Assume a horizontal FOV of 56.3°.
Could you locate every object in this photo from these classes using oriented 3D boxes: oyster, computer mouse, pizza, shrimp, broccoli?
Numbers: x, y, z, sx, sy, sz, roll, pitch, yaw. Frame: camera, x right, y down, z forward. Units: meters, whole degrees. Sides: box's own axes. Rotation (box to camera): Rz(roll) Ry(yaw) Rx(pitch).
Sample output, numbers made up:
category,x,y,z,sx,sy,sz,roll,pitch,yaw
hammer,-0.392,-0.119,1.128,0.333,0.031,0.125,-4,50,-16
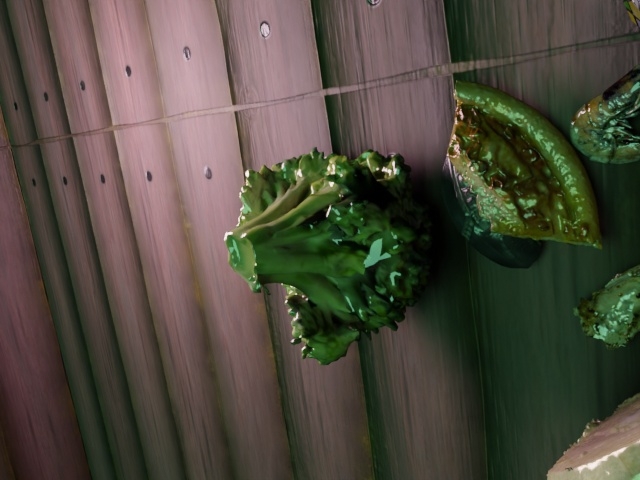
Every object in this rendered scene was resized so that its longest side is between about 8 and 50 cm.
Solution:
category,x,y,z,sx,sy,sz,roll,pitch,yaw
oyster,0.375,0.080,0.730,0.132,0.029,0.086,-38,83,42
computer mouse,0.226,-0.043,0.812,0.106,0.062,0.192,-38,78,45
pizza,0.244,-0.092,0.743,0.056,0.134,0.271,58,-173,-77
shrimp,0.357,-0.147,0.671,0.091,0.034,0.161,47,140,7
broccoli,-0.004,-0.011,0.894,0.348,0.281,0.293,49,133,21

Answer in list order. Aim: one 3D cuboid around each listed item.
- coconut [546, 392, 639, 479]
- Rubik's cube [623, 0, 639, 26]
category,x,y,z,sx,sy,sz,roll,pitch,yaw
coconut,0.402,0.272,0.588,0.254,0.297,0.297,55,135,16
Rubik's cube,0.353,-0.254,0.586,0.111,0.093,0.111,16,114,39
